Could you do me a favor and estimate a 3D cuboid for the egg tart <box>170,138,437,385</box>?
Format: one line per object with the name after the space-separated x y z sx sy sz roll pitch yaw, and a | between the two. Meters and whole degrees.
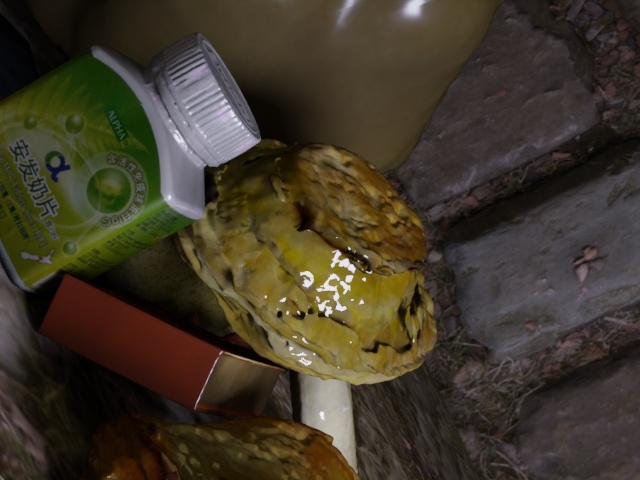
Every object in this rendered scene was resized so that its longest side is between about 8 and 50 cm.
0.000 0.000 1.194 0.241 0.106 0.241 27 35 -21 | egg tart

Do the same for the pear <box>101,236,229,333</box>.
-0.113 -0.005 1.303 0.167 0.137 0.167 -24 90 -85 | pear

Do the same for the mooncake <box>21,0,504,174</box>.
-0.045 -0.282 1.447 0.467 0.262 0.467 21 35 -16 | mooncake

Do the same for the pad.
-0.286 -0.179 1.307 0.243 0.004 0.163 52 12 -52 | pad

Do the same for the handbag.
-0.106 0.079 1.137 0.127 0.062 0.190 24 -3 15 | handbag

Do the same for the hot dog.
-0.061 0.190 1.012 0.259 0.114 0.175 17 44 -62 | hot dog

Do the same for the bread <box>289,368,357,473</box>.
0.000 0.161 1.317 0.316 0.054 0.316 175 -90 -87 | bread

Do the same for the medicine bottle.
-0.143 -0.060 1.104 0.132 0.188 0.088 62 8 13 | medicine bottle
